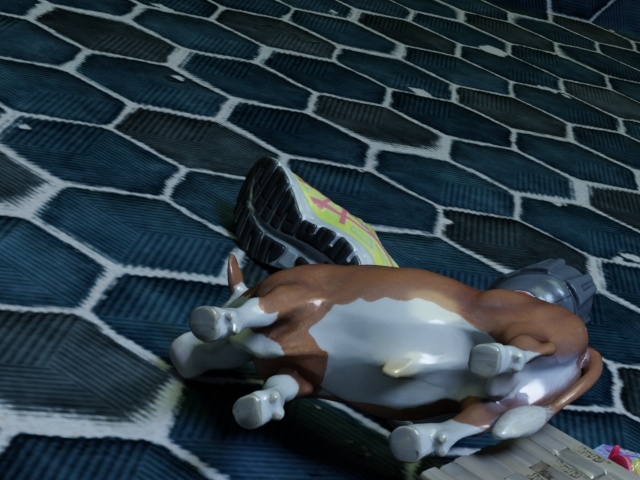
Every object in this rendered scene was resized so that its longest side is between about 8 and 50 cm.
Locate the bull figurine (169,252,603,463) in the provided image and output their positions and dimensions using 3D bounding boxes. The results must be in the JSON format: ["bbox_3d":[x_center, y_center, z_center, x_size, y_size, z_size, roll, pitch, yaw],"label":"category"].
[{"bbox_3d":[0.023,0.071,1.017,0.310,0.101,0.188,2,11,21],"label":"bull figurine"}]

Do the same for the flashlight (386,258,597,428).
[{"bbox_3d":[0.143,0.073,1.246,0.103,0.103,0.304,27,22,23],"label":"flashlight"}]

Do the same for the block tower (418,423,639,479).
[{"bbox_3d":[0.068,0.194,0.877,0.091,0.097,0.335,31,24,30],"label":"block tower"}]

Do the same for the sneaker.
[{"bbox_3d":[0.000,0.000,1.361,0.094,0.081,0.208,11,27,-42],"label":"sneaker"}]

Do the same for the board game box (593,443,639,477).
[{"bbox_3d":[0.251,0.185,1.154,0.133,0.033,0.169,29,22,27],"label":"board game box"}]
